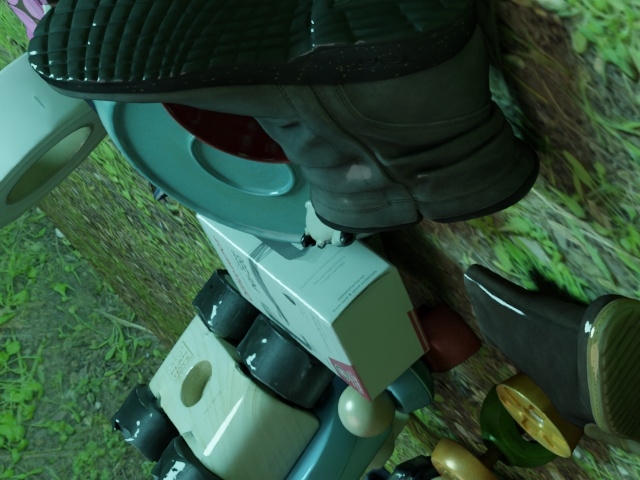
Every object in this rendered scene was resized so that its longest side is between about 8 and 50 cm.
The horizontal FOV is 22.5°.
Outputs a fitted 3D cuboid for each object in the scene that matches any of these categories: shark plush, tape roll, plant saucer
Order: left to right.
[{"bbox_3d":[-0.373,-0.131,2.039,0.100,0.286,0.286,47,167,3],"label":"tape roll"},{"bbox_3d":[-0.064,-0.083,1.426,0.317,0.044,0.318,18,153,9],"label":"plant saucer"},{"bbox_3d":[0.024,-0.011,1.391,0.161,0.067,0.073,128,134,-56],"label":"shark plush"}]

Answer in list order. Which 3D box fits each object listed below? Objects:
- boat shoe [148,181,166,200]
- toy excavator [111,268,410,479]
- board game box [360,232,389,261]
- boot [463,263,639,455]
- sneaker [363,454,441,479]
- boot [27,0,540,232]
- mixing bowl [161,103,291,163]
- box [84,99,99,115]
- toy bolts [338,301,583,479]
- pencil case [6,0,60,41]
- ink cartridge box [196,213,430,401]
[{"bbox_3d":[-0.191,-0.106,2.037,0.066,0.066,0.183,51,157,4],"label":"boat shoe"},{"bbox_3d":[-0.016,0.224,1.936,0.445,0.222,0.433,32,-175,-30],"label":"toy excavator"},{"bbox_3d":[0.000,0.000,1.775,0.208,0.056,0.347,34,162,30],"label":"board game box"},{"bbox_3d":[0.188,0.079,1.308,0.207,0.090,0.248,36,167,33],"label":"boot"},{"bbox_3d":[0.147,0.333,2.043,0.300,0.111,0.121,-20,89,49],"label":"sneaker"},{"bbox_3d":[-0.027,-0.085,1.153,0.338,0.118,0.223,3,144,22],"label":"boot"},{"bbox_3d":[-0.035,-0.157,1.225,0.181,0.098,0.181,8,134,8],"label":"mixing bowl"},{"bbox_3d":[-0.204,-0.178,1.782,0.156,0.093,0.158,47,166,-1],"label":"box"},{"bbox_3d":[0.133,0.190,1.658,0.228,0.158,0.218,47,167,0],"label":"toy bolts"},{"bbox_3d":[-0.347,-0.318,1.830,0.209,0.095,0.098,54,-160,-37],"label":"pencil case"},{"bbox_3d":[-0.008,0.040,1.623,0.218,0.092,0.158,39,165,36],"label":"ink cartridge box"}]
